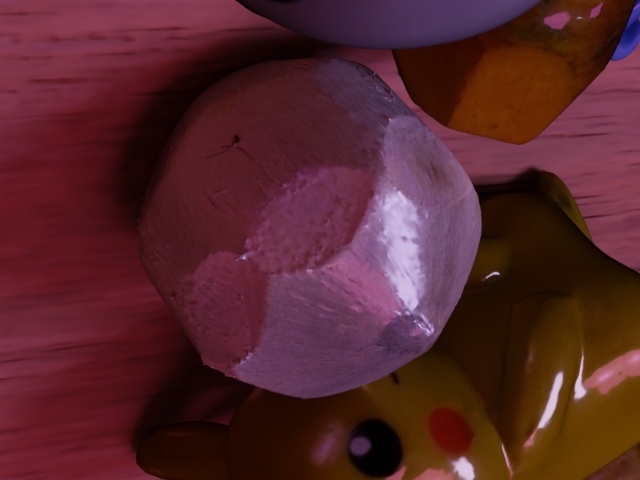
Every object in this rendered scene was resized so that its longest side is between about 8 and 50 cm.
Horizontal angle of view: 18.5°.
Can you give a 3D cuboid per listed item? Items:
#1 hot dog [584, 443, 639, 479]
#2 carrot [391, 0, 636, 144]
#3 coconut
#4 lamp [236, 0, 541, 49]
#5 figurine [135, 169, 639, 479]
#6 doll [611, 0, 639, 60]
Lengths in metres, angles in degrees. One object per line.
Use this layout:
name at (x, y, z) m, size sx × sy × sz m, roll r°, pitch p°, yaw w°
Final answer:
hot dog at (0.307, 0.165, 1.376) m, size 0.223 × 0.185 × 0.405 m, roll -42°, pitch 143°, yaw 11°
carrot at (0.120, -0.183, 0.910) m, size 0.114 × 0.114 × 0.302 m, roll -7°, pitch 134°, yaw -33°
coconut at (-0.003, 0.001, 0.970) m, size 0.161 × 0.162 × 0.161 m, roll -21°, pitch 140°, yaw -19°
lamp at (0.021, -0.190, 0.772) m, size 0.198 × 0.198 × 0.244 m, roll -29°, pitch 127°, yaw -9°
figurine at (0.056, 0.095, 1.106) m, size 0.327 × 0.218 × 0.169 m, roll -27°, pitch 135°, yaw -26°
doll at (0.167, -0.139, 1.038) m, size 0.206 × 0.067 × 0.110 m, roll -45°, pitch 158°, yaw 31°
